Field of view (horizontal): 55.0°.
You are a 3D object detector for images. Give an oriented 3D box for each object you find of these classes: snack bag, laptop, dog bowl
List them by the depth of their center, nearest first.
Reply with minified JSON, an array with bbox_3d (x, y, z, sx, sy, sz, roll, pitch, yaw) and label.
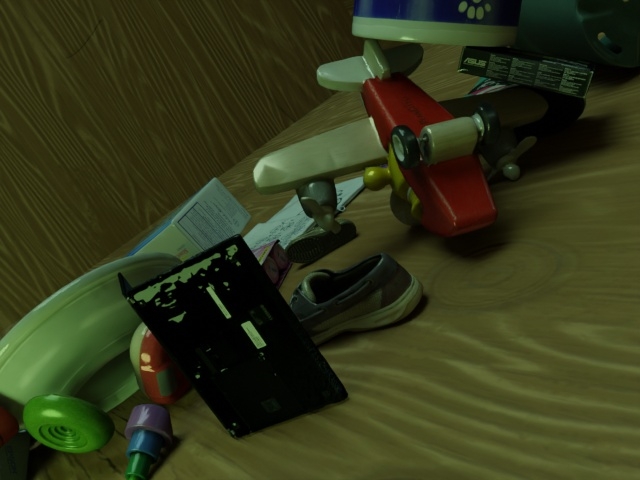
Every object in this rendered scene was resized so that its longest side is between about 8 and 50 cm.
[{"bbox_3d":[-0.124,0.113,0.776,0.264,0.234,0.137,-26,18,22],"label":"laptop"},{"bbox_3d":[0.185,-0.376,0.987,0.264,0.104,0.265,3,21,-1],"label":"dog bowl"},{"bbox_3d":[-0.064,-0.051,1.490,0.323,0.037,0.342,-11,26,51],"label":"snack bag"}]

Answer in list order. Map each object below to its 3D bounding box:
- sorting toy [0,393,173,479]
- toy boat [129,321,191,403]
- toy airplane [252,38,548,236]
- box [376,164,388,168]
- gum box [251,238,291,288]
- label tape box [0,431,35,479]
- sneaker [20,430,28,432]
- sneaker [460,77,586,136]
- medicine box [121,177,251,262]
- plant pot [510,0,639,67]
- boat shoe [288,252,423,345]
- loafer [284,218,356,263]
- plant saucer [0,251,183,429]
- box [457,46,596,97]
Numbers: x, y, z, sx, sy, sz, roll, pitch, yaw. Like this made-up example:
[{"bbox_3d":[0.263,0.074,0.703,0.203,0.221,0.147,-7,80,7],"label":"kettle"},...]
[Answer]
[{"bbox_3d":[-0.384,0.294,0.835,0.365,0.127,0.126,-2,42,9],"label":"sorting toy"},{"bbox_3d":[-0.182,0.157,0.980,0.151,0.151,0.231,10,35,20],"label":"toy boat"},{"bbox_3d":[0.136,-0.151,0.999,0.386,0.273,0.384,13,46,25],"label":"toy airplane"},{"bbox_3d":[0.177,-0.190,1.465,0.116,0.029,0.162,-21,21,30],"label":"box"},{"bbox_3d":[-0.133,0.076,1.200,0.107,0.062,0.188,-25,18,23],"label":"gum box"},{"bbox_3d":[-0.612,0.404,0.977,0.240,0.106,0.333,-30,-21,9],"label":"label tape box"},{"bbox_3d":[-0.603,0.341,1.138,0.126,0.091,0.240,-22,-10,-5],"label":"sneaker"},{"bbox_3d":[0.384,-0.270,1.180,0.295,0.124,0.178,-2,36,48],"label":"sneaker"},{"bbox_3d":[-0.351,0.012,1.560,0.263,0.149,0.289,-35,13,25],"label":"medicine box"},{"bbox_3d":[0.549,-0.494,1.195,0.341,0.341,0.334,-30,24,8],"label":"plant pot"},{"bbox_3d":[0.006,0.085,0.868,0.285,0.092,0.103,-21,23,37],"label":"boat shoe"},{"bbox_3d":[0.000,0.000,1.202,0.148,0.056,0.050,-21,17,3],"label":"loafer"},{"bbox_3d":[-0.360,0.195,1.025,0.400,0.100,0.400,-41,-18,-16],"label":"plant saucer"},{"bbox_3d":[0.329,-0.272,0.967,0.190,0.045,0.184,18,23,20],"label":"box"}]
